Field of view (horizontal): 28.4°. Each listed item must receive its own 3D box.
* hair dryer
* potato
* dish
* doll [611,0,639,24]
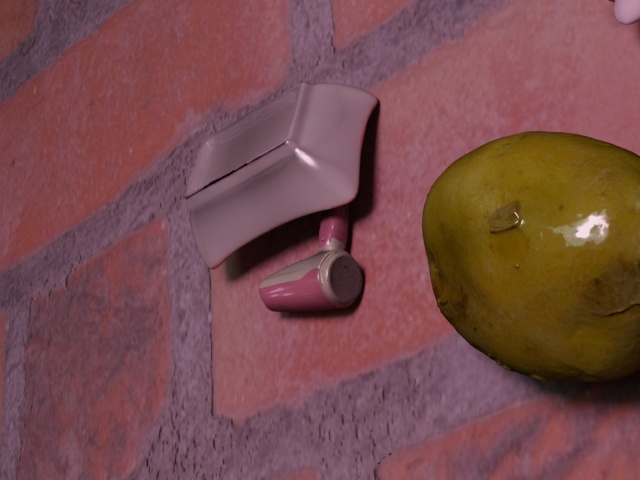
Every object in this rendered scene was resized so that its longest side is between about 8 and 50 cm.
[{"bbox_3d":[0.005,-0.003,1.213,0.106,0.054,0.154,-9,54,49],"label":"hair dryer"},{"bbox_3d":[0.167,0.012,0.932,0.253,0.148,0.186,-13,73,63],"label":"potato"},{"bbox_3d":[-0.052,-0.078,1.252,0.212,0.077,0.151,-25,38,37],"label":"dish"},{"bbox_3d":[0.307,-0.255,0.863,0.376,0.187,0.365,-48,28,13],"label":"doll"}]
